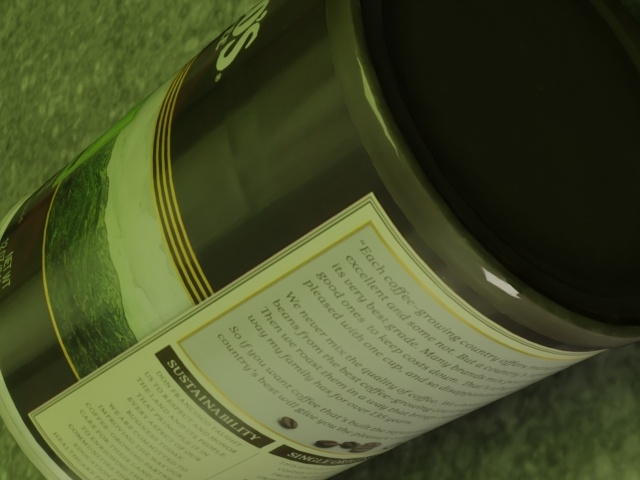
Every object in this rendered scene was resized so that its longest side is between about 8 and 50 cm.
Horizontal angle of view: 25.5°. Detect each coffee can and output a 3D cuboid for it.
[{"bbox_3d":[0.000,0.000,0.632,0.275,0.202,0.201,-33,56,40],"label":"coffee can"}]
